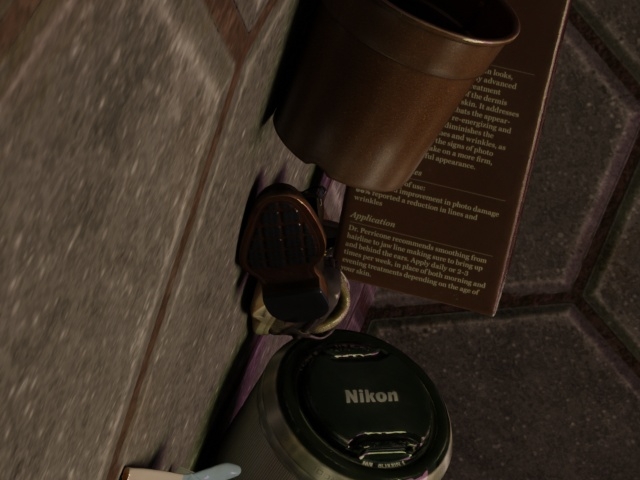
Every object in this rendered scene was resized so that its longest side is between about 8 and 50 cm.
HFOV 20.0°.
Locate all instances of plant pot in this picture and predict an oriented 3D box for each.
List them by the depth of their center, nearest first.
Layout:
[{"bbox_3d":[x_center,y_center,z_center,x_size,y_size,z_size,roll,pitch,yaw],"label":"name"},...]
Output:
[{"bbox_3d":[0.049,-0.140,1.466,0.165,0.167,0.167,-62,178,28],"label":"plant pot"}]

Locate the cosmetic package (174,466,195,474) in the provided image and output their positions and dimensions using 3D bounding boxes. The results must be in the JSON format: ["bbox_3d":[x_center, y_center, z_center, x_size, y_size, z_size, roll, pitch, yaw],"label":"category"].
[{"bbox_3d":[-0.180,0.445,1.768,0.284,0.097,0.377,105,9,-61],"label":"cosmetic package"}]

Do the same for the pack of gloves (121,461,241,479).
[{"bbox_3d":[-0.146,0.283,1.568,0.232,0.046,0.195,13,90,-65],"label":"pack of gloves"}]

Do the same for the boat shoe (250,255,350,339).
[{"bbox_3d":[-0.015,0.060,1.884,0.285,0.092,0.102,78,32,-82],"label":"boat shoe"}]

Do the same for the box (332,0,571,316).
[{"bbox_3d":[0.140,-0.131,1.924,0.143,0.191,0.381,-62,165,-62],"label":"box"}]

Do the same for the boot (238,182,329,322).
[{"bbox_3d":[-0.034,-0.018,1.654,0.219,0.082,0.106,84,2,-60],"label":"boot"}]

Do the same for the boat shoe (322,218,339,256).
[{"bbox_3d":[0.002,0.000,2.059,0.133,0.049,0.042,-58,161,-85],"label":"boat shoe"}]

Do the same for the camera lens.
[{"bbox_3d":[0.001,0.247,1.978,0.274,0.219,0.219,-59,-177,43],"label":"camera lens"}]
